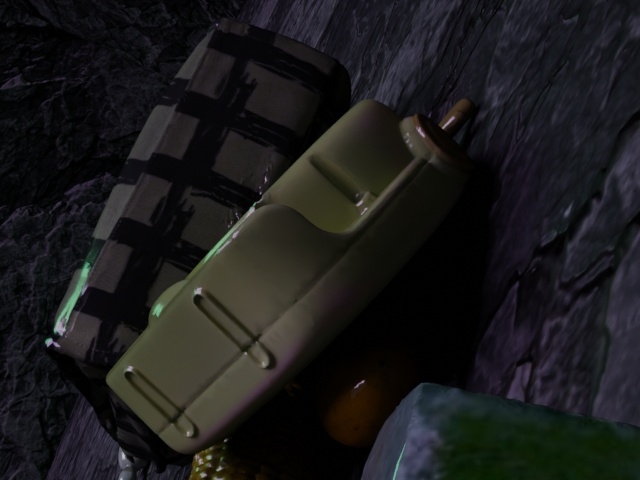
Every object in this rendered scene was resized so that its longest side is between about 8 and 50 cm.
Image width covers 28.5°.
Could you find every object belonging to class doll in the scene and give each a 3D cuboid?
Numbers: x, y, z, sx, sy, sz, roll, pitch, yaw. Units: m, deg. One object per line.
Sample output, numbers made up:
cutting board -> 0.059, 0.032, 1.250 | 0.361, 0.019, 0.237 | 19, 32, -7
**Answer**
doll -> -0.247, 0.270, 1.672 | 0.113, 0.071, 0.135 | 116, 166, -53

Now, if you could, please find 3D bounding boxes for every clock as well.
clock -> 0.000, 0.000, 0.865 | 0.308, 0.096, 0.235 | -46, -1, -44

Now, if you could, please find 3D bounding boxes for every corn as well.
corn -> -0.053, 0.209, 0.847 | 0.101, 0.101, 0.310 | -58, 9, 36

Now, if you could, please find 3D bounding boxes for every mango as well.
mango -> 0.029, 0.091, 0.790 | 0.114, 0.060, 0.080 | 153, 139, -74

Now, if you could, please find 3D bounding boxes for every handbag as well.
handbag -> -0.099, 0.027, 1.115 | 0.327, 0.162, 0.325 | 102, -170, -66

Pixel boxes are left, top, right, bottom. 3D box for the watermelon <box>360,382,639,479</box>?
watermelon -> 0.030, 0.186, 0.386 | 0.264, 0.151, 0.302 | -70, 13, -16
